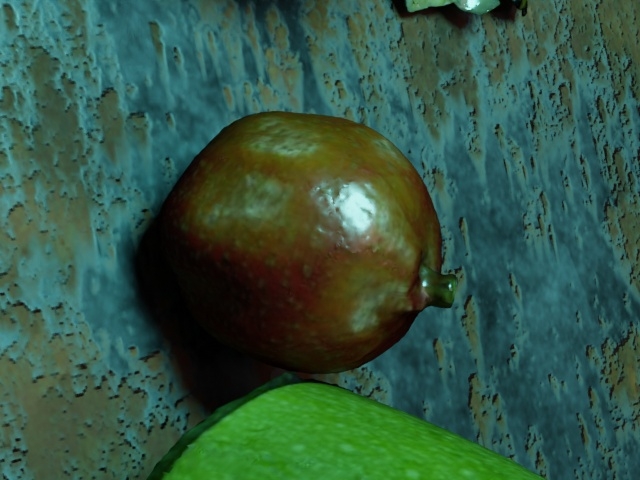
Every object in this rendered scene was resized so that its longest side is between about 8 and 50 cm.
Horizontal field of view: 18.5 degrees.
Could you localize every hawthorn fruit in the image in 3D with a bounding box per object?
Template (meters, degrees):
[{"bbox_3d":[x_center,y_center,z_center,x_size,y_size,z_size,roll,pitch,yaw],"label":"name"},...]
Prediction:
[{"bbox_3d":[0.000,0.000,1.228,0.169,0.188,0.169,-24,118,-54],"label":"hawthorn fruit"}]

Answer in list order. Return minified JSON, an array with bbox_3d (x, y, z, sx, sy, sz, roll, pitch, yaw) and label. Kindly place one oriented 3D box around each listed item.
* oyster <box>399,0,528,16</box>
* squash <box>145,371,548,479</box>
[{"bbox_3d":[0.134,-0.332,1.506,0.201,0.107,0.354,25,64,-44],"label":"oyster"},{"bbox_3d":[0.079,0.247,1.120,0.310,0.309,0.310,-9,102,-48],"label":"squash"}]
